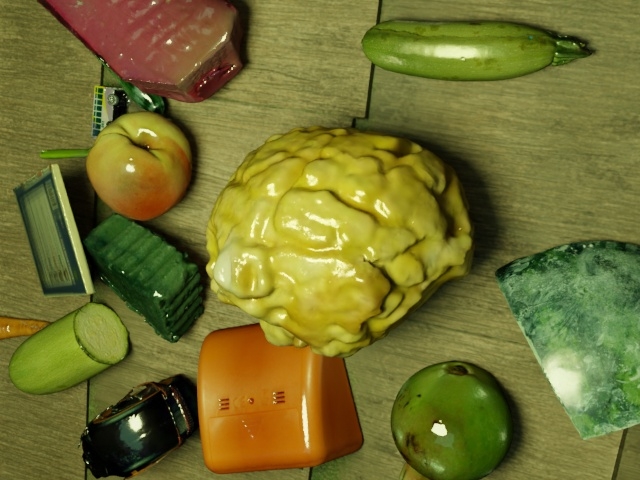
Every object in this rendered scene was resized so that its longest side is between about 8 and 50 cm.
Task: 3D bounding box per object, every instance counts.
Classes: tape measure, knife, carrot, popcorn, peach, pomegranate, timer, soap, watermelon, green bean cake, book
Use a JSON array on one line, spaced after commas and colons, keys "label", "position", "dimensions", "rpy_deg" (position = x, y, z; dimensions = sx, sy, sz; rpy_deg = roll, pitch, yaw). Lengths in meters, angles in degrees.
[{"label": "tape measure", "position": [-0.318, 0.332, 1.427], "dimensions": [0.223, 0.202, 0.135], "rpy_deg": [-30, 91, 28]}, {"label": "knife", "position": [-0.450, -0.165, 1.480], "dimensions": [0.184, 0.022, 0.026], "rpy_deg": [0, 125, 20]}, {"label": "carrot", "position": [-0.637, 0.177, 1.601], "dimensions": [0.257, 0.061, 0.061], "rpy_deg": [-7, 98, 19]}, {"label": "popcorn", "position": [0.014, -0.013, 1.156], "dimensions": [0.390, 0.344, 0.354], "rpy_deg": [-38, 69, 11]}, {"label": "peach", "position": [-0.303, -0.123, 1.347], "dimensions": [0.184, 0.184, 0.184], "rpy_deg": [4, 102, 21]}, {"label": "pomegranate", "position": [0.181, 0.309, 1.252], "dimensions": [0.241, 0.159, 0.190], "rpy_deg": [-38, 85, 28]}, {"label": "timer", "position": [-0.085, 0.265, 1.378], "dimensions": [0.257, 0.161, 0.250], "rpy_deg": [-12, 81, 23]}, {"label": "soap", "position": [-0.279, -0.358, 1.297], "dimensions": [0.325, 0.127, 0.220], "rpy_deg": [43, 98, 7]}, {"label": "watermelon", "position": [0.419, 0.125, 1.157], "dimensions": [0.290, 0.213, 0.320], "rpy_deg": [-27, 46, -7]}, {"label": "green bean cake", "position": [-0.309, 0.063, 1.388], "dimensions": [0.208, 0.107, 0.193], "rpy_deg": [31, 153, 15]}, {"label": "book", "position": [-0.486, -0.007, 1.430], "dimensions": [0.322, 0.018, 0.228], "rpy_deg": [-6, 99, 58]}]

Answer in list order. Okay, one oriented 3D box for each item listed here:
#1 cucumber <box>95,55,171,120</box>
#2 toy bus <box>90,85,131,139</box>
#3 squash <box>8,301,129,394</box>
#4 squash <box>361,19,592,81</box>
[{"label": "cucumber", "position": [-0.341, -0.299, 1.395], "dimensions": [0.250, 0.056, 0.056], "rpy_deg": [48, 112, 7]}, {"label": "toy bus", "position": [-0.379, -0.226, 1.424], "dimensions": [0.058, 0.052, 0.102], "rpy_deg": [13, 103, 21]}, {"label": "squash", "position": [-0.497, 0.223, 1.518], "dimensions": [0.247, 0.132, 0.132], "rpy_deg": [-29, 89, 26]}, {"label": "squash", "position": [0.218, -0.278, 1.161], "dimensions": [0.341, 0.094, 0.094], "rpy_deg": [8, 103, 19]}]
